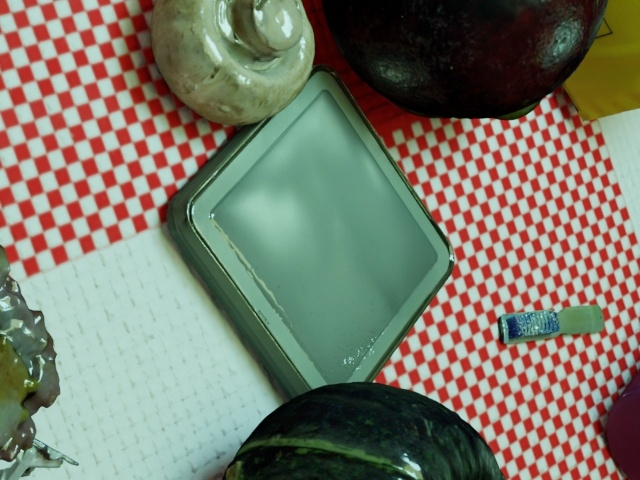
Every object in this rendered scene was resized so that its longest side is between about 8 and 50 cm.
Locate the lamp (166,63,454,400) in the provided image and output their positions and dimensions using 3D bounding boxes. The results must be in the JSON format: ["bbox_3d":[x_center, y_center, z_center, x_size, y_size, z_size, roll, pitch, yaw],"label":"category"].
[{"bbox_3d":[0.000,0.000,1.636,0.269,0.047,0.266,56,50,-19],"label":"lamp"}]

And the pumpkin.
[{"bbox_3d":[0.041,0.283,1.476,0.323,0.241,0.323,19,66,-49],"label":"pumpkin"}]

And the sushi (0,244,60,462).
[{"bbox_3d":[-0.328,0.066,1.237,0.270,0.170,0.236,55,50,-22],"label":"sushi"}]

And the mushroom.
[{"bbox_3d":[-0.077,-0.187,1.552,0.166,0.127,0.166,6,80,-35],"label":"mushroom"}]

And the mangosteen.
[{"bbox_3d":[0.149,-0.243,1.673,0.300,0.300,0.300,11,73,-41],"label":"mangosteen"}]

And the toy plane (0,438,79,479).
[{"bbox_3d":[-0.291,0.276,1.277,0.182,0.107,0.273,17,63,-34],"label":"toy plane"}]

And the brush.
[{"bbox_3d":[0.264,0.090,1.873,0.178,0.030,0.033,-3,73,-43],"label":"brush"}]

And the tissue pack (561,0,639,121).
[{"bbox_3d":[0.335,-0.376,1.905,0.293,0.228,0.382,-48,111,-36],"label":"tissue pack"}]

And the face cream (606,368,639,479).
[{"bbox_3d":[0.443,0.186,1.914,0.195,0.175,0.175,-42,109,-40],"label":"face cream"}]
